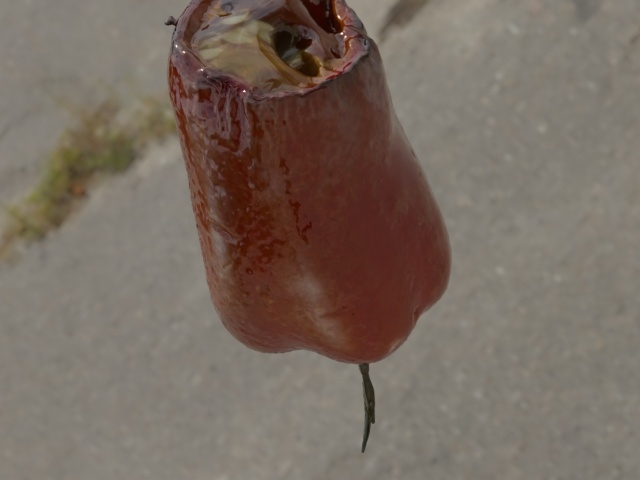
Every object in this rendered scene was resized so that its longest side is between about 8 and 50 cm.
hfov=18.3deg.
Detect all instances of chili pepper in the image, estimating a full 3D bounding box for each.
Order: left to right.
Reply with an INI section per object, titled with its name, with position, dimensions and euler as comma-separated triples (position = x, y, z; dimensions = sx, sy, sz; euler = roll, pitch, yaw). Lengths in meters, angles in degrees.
[chili pepper]
position = 0.000, 0.000, 0.679
dimensions = 0.086, 0.192, 0.084
euler = -34, 41, -27
